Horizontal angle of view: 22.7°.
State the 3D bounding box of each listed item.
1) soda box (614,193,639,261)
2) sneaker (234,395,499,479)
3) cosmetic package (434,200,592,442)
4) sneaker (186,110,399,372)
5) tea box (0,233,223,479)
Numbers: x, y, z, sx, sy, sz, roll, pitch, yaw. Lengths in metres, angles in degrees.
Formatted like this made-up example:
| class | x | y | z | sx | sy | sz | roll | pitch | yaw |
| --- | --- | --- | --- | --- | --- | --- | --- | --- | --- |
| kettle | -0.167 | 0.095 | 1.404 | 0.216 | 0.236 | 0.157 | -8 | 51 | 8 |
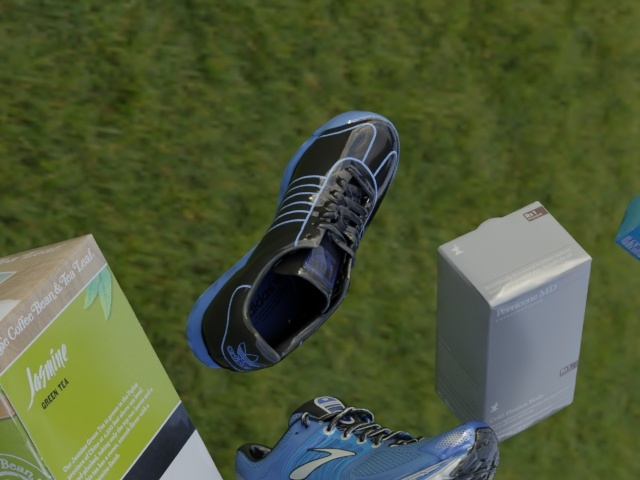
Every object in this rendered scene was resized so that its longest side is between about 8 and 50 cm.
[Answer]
| class | x | y | z | sx | sy | sz | roll | pitch | yaw |
| --- | --- | --- | --- | --- | --- | --- | --- | --- | --- |
| soda box | 0.399 | -0.051 | 1.641 | 0.067 | 0.210 | 0.071 | 38 | 46 | -9 |
| sneaker | 0.029 | 0.223 | 1.623 | 0.130 | 0.330 | 0.147 | 10 | 66 | -53 |
| cosmetic package | 0.191 | 0.088 | 1.623 | 0.127 | 0.107 | 0.238 | -26 | 144 | -17 |
| sneaker | 0.000 | 0.000 | 1.134 | 0.081 | 0.090 | 0.232 | 43 | 68 | -25 |
| tea box | -0.330 | 0.206 | 1.603 | 0.323 | 0.329 | 0.220 | 64 | 33 | -18 |
